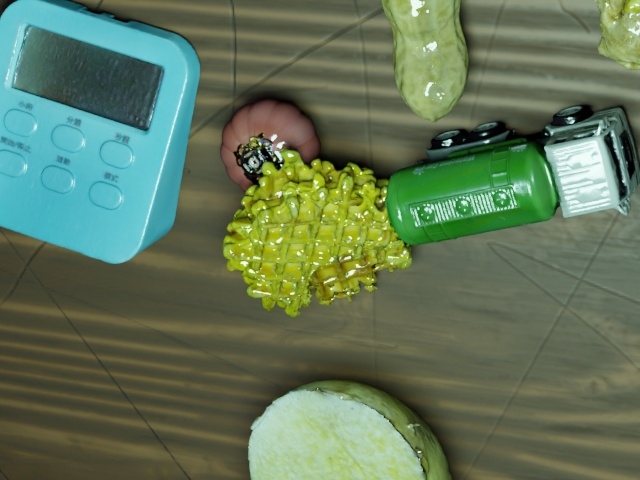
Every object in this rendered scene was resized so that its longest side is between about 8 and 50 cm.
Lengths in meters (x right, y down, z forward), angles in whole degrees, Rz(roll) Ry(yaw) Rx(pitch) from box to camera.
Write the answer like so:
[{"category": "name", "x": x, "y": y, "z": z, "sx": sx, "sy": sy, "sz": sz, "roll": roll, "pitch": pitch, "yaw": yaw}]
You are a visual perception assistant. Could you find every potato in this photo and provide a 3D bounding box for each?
[{"category": "potato", "x": 0.041, "y": 0.256, "z": 1.960, "sx": 0.239, "sy": 0.116, "sz": 0.299, "roll": 8, "pitch": 123, "yaw": 25}]

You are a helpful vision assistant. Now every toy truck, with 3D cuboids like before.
[{"category": "toy truck", "x": 0.187, "y": -0.060, "z": 1.780, "sx": 0.242, "sy": 0.125, "sz": 0.101, "roll": -11, "pitch": 104, "yaw": 23}]

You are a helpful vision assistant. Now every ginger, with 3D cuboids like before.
[{"category": "ginger", "x": 0.301, "y": -0.232, "z": 1.687, "sx": 0.193, "sy": 0.052, "sz": 0.176, "roll": 30, "pitch": 134, "yaw": -3}]

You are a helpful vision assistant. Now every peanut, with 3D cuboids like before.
[{"category": "peanut", "x": 0.104, "y": -0.212, "z": 1.775, "sx": 0.089, "sy": 0.089, "sz": 0.193, "roll": -4, "pitch": 107, "yaw": 22}]

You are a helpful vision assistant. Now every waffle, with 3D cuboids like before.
[{"category": "waffle", "x": 0.000, "y": 0.000, "z": 1.861, "sx": 0.197, "sy": 0.070, "sz": 0.193, "roll": 25, "pitch": 125, "yaw": -29}]

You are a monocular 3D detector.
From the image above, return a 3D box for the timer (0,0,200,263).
[{"category": "timer", "x": -0.262, "y": -0.124, "z": 1.950, "sx": 0.232, "sy": 0.091, "sz": 0.250, "roll": 17, "pitch": 111, "yaw": 15}]

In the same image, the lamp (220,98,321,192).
[{"category": "lamp", "x": -0.052, "y": -0.095, "z": 1.875, "sx": 0.107, "sy": 0.092, "sz": 0.107, "roll": 7, "pitch": 111, "yaw": 19}]
